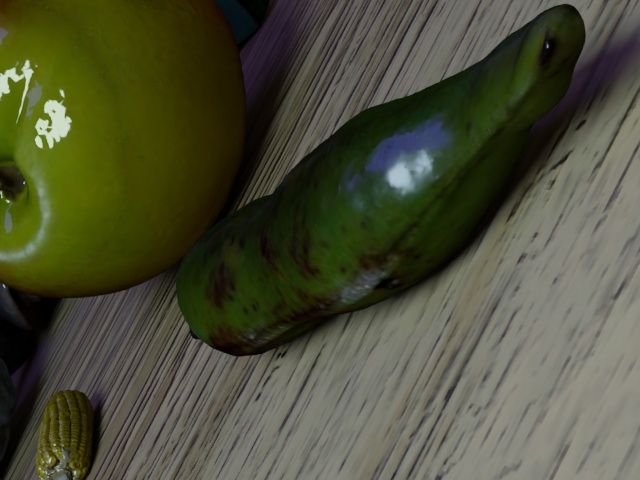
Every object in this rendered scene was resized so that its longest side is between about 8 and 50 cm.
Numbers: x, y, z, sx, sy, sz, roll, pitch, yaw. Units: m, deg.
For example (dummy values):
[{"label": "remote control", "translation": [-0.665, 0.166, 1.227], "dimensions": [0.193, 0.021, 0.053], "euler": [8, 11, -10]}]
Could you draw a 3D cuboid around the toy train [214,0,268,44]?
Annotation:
[{"label": "toy train", "translation": [-0.106, -0.267, 1.068], "dimensions": [0.194, 0.120, 0.298], "euler": [-31, 35, 44]}]

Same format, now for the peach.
[{"label": "peach", "translation": [-0.153, -0.078, 0.752], "dimensions": [0.231, 0.231, 0.231], "euler": [-51, 21, 28]}]

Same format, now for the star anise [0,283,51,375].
[{"label": "star anise", "translation": [-0.329, 0.043, 1.200], "dimensions": [0.315, 0.108, 0.315], "euler": [-43, 24, 25]}]

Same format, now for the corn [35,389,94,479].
[{"label": "corn", "translation": [-0.168, 0.129, 0.772], "dimensions": [0.037, 0.037, 0.092], "euler": [-57, 19, 13]}]

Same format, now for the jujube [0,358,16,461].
[{"label": "jujube", "translation": [-0.394, 0.204, 0.972], "dimensions": [0.317, 0.226, 0.226], "euler": [-63, 19, -2]}]

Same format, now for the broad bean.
[{"label": "broad bean", "translation": [0.000, 0.000, 0.479], "dimensions": [0.339, 0.061, 0.077], "euler": [-31, 24, 56]}]
